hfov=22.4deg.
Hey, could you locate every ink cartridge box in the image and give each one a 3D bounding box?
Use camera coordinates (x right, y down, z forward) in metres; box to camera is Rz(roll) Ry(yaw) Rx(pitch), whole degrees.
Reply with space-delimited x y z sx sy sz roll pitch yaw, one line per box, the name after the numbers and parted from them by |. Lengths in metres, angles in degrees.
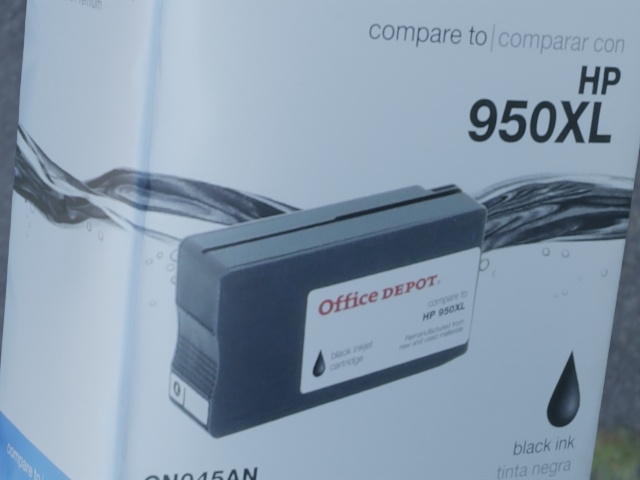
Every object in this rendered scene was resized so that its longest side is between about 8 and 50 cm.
0.000 0.000 0.832 0.166 0.285 0.395 26 113 57 | ink cartridge box
